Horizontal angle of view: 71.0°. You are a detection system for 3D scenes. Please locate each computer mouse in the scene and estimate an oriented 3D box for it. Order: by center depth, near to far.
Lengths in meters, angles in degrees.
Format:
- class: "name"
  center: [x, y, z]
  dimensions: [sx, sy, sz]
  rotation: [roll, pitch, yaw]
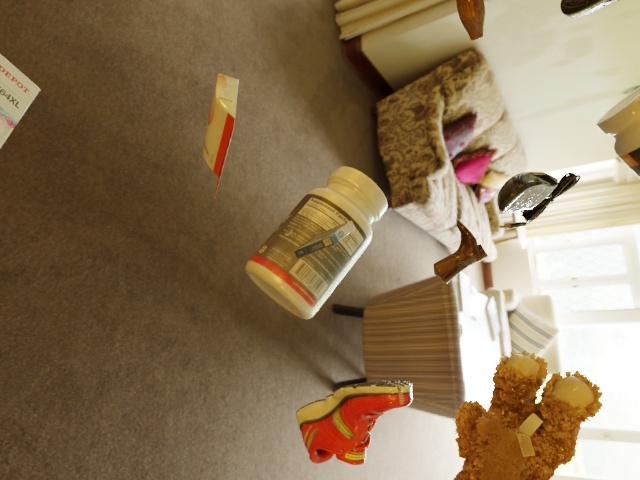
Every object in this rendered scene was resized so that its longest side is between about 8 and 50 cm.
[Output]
- class: "computer mouse"
  center: [0.457, -0.093, 1.030]
  dimensions: [0.262, 0.184, 0.060]
  rotation: [-11, 58, -35]

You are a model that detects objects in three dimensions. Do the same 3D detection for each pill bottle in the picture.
- class: "pill bottle"
  center: [0.773, -0.206, 0.999]
  dimensions: [0.278, 0.162, 0.162]
  rotation: [47, 34, 4]
- class: "pill bottle"
  center: [0.000, 0.000, 1.140]
  dimensions: [0.363, 0.210, 0.210]
  rotation: [-51, 130, -17]

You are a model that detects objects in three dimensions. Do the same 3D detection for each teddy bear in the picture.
- class: "teddy bear"
  center: [0.321, 0.347, 0.731]
  dimensions: [0.113, 0.245, 0.337]
  rotation: [37, 63, -45]

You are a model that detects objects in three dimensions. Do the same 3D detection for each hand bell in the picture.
- class: "hand bell"
  center: [0.203, -0.417, 0.651]
  dimensions: [0.126, 0.126, 0.241]
  rotation: [-55, 129, -50]

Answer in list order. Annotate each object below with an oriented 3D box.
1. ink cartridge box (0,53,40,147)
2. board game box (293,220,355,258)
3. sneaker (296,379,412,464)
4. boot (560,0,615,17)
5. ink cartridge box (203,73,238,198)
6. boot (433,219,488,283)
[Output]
- class: "ink cartridge box"
  center: [-0.361, -0.136, 0.432]
  dimensions: [0.092, 0.090, 0.143]
  rotation: [54, 44, -52]
- class: "board game box"
  center: [0.008, -0.002, 0.838]
  dimensions: [0.090, 0.090, 0.020]
  rotation: [-37, 102, -54]
- class: "sneaker"
  center: [0.065, 0.316, 0.768]
  dimensions: [0.107, 0.279, 0.118]
  rotation: [8, 54, -35]
- class: "boot"
  center: [0.582, -0.445, 0.796]
  dimensions: [0.179, 0.236, 0.085]
  rotation: [16, 65, -34]
- class: "ink cartridge box"
  center: [-0.188, -0.188, 0.810]
  dimensions: [0.045, 0.145, 0.179]
  rotation: [13, 48, -16]
- class: "boot"
  center: [0.274, 0.026, 0.934]
  dimensions: [0.106, 0.114, 0.037]
  rotation: [52, 19, -10]
